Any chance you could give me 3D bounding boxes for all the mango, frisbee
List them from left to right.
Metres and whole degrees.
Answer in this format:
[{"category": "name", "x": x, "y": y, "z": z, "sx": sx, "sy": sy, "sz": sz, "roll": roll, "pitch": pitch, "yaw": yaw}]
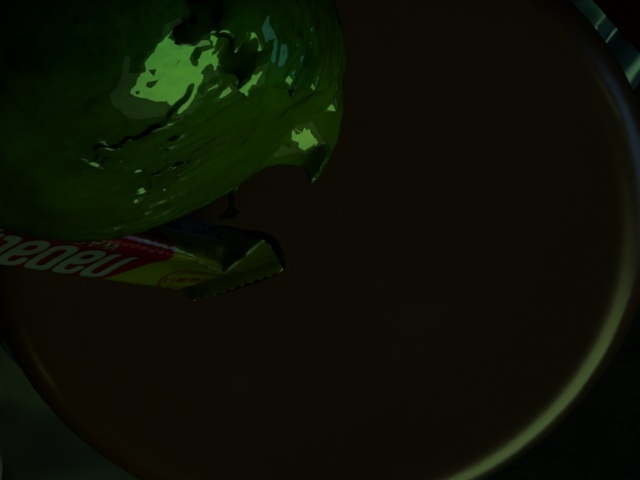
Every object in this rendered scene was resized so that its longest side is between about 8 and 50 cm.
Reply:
[{"category": "mango", "x": -0.051, "y": -0.054, "z": 0.513, "sx": 0.119, "sy": 0.100, "sz": 0.178, "roll": -15, "pitch": 177, "yaw": -12}, {"category": "frisbee", "x": 0.000, "y": 0.000, "z": 0.715, "sx": 0.251, "sy": 0.251, "sz": 0.021, "roll": -31, "pitch": -158, "yaw": 11}]

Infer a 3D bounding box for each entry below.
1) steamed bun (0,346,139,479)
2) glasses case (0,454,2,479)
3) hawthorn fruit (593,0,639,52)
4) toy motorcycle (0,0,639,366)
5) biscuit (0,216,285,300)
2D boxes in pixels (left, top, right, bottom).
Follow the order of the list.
[{"category": "steamed bun", "x": -0.146, "y": 0.118, "z": 1.192, "sx": 0.368, "sy": 0.255, "sz": 0.342, "roll": -30, "pitch": 180, "yaw": 19}, {"category": "glasses case", "x": -0.278, "y": 0.106, "z": 0.632, "sx": 0.336, "sy": 0.144, "sz": 0.076, "roll": -29, "pitch": 176, "yaw": -11}, {"category": "hawthorn fruit", "x": 0.148, "y": -0.122, "z": 0.575, "sx": 0.189, "sy": 0.189, "sz": 0.251, "roll": -29, "pitch": -143, "yaw": -20}, {"category": "toy motorcycle", "x": 0.013, "y": -0.043, "z": 0.800, "sx": 0.416, "sy": 0.172, "sz": 0.232, "roll": -34, "pitch": 167, "yaw": 28}, {"category": "biscuit", "x": -0.113, "y": -0.010, "z": 0.580, "sx": 0.048, "sy": 0.026, "sz": 0.292, "roll": -23, "pitch": 161, "yaw": 32}]
